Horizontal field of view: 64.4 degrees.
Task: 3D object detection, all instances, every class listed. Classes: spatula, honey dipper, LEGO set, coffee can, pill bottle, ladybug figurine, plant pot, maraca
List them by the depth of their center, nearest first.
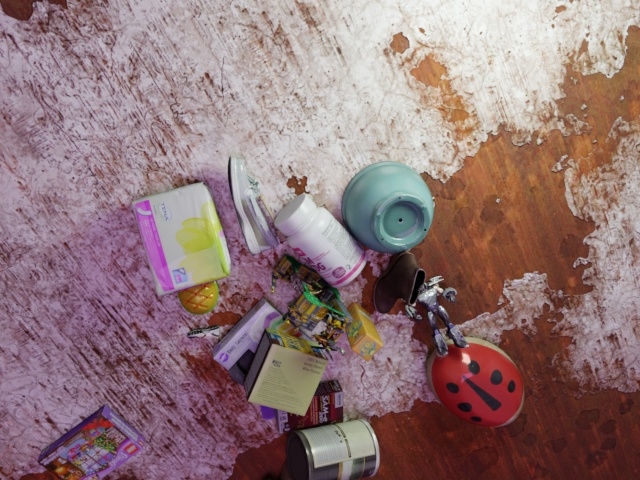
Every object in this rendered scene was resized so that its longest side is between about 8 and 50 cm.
[{"bbox_3d":[0.224,-0.082,1.564,0.292,0.196,0.293,-3,109,-7],"label":"plant pot"},{"bbox_3d":[0.000,0.000,1.578,0.160,0.160,0.283,-42,110,7],"label":"pill bottle"},{"bbox_3d":[-0.057,0.219,1.585,0.254,0.331,0.192,27,106,-38],"label":"LEGO set"},{"bbox_3d":[-0.152,-0.071,1.600,0.030,0.030,0.161,-28,108,2],"label":"honey dipper"},{"bbox_3d":[-0.390,0.143,1.605,0.127,0.099,0.186,-11,93,-6],"label":"maraca"},{"bbox_3d":[0.041,0.755,1.796,0.275,0.201,0.202,-1,111,-26],"label":"coffee can"},{"bbox_3d":[-0.191,0.512,1.798,0.084,0.030,0.297,-17,108,-17],"label":"spatula"},{"bbox_3d":[0.578,0.532,1.857,0.449,0.162,0.305,37,101,-19],"label":"ladybug figurine"}]

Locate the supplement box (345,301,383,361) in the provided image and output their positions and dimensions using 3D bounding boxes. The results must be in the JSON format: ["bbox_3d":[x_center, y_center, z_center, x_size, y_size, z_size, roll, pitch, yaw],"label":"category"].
[{"bbox_3d":[0.131,0.292,1.663,0.080,0.233,0.078,39,100,-19],"label":"supplement box"}]

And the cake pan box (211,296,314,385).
[{"bbox_3d":[-0.193,0.365,1.709,0.267,0.070,0.246,-45,108,-2],"label":"cake pan box"}]

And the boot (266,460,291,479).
[{"bbox_3d":[-0.067,0.938,1.938,0.283,0.109,0.220,-42,118,-5],"label":"boot"}]

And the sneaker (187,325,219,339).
[{"bbox_3d":[-0.389,0.316,1.695,0.109,0.040,0.044,-7,113,-6],"label":"sneaker"}]

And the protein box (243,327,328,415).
[{"bbox_3d":[-0.115,0.420,1.637,0.199,0.136,0.201,21,97,-19],"label":"protein box"}]

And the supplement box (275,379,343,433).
[{"bbox_3d":[-0.041,0.590,1.813,0.239,0.073,0.130,-8,112,-15],"label":"supplement box"}]

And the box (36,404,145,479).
[{"bbox_3d":[-0.793,0.728,1.770,0.293,0.057,0.201,-37,111,5],"label":"box"}]

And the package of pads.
[{"bbox_3d":[-0.402,-0.008,1.508,0.229,0.101,0.297,-16,95,-4],"label":"package of pads"}]

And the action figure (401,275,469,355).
[{"bbox_3d":[0.394,0.245,1.740,0.185,0.099,0.285,-28,93,6],"label":"action figure"}]

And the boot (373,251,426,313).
[{"bbox_3d":[0.252,0.163,1.649,0.090,0.207,0.249,14,107,-13],"label":"boot"}]

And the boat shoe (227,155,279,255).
[{"bbox_3d":[-0.208,-0.107,1.536,0.103,0.118,0.321,-17,115,-9],"label":"boat shoe"}]
